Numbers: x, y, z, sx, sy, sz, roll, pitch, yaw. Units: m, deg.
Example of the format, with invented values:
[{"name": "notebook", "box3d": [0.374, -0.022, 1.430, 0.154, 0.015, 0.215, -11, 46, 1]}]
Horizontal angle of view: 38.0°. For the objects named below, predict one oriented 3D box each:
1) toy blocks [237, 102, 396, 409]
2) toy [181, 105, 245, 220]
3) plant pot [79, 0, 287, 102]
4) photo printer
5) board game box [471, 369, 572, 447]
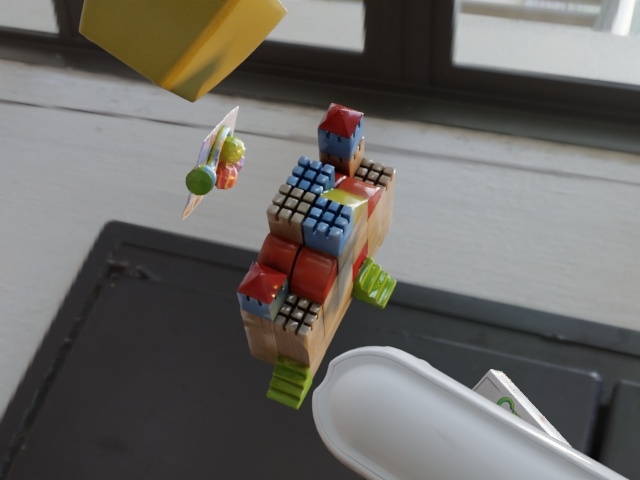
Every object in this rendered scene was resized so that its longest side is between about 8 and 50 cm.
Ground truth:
[{"name": "toy blocks", "box3d": [0.000, 0.000, 1.254, 0.261, 0.191, 0.381, 86, 29, -59]}, {"name": "toy", "box3d": [-0.159, -0.124, 1.518, 0.237, 0.056, 0.136, -60, 169, -67]}, {"name": "plant pot", "box3d": [-0.199, -0.310, 1.258, 0.187, 0.212, 0.212, -56, 172, 6]}, {"name": "photo printer", "box3d": [0.143, 0.196, 0.764, 0.107, 0.308, 0.256, -59, 154, -5]}, {"name": "board game box", "box3d": [0.283, 0.357, 1.306, 0.193, 0.305, 0.053, -51, 144, 14]}]
